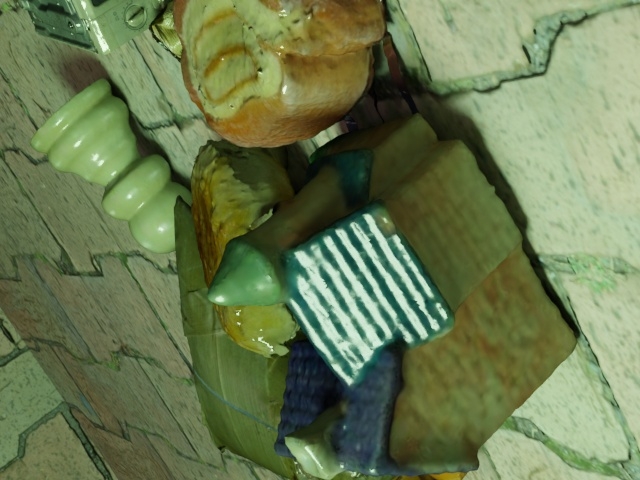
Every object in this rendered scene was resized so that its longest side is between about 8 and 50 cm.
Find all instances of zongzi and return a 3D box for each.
[{"bbox_3d":[-0.046,0.143,1.566,0.356,0.174,0.392,12,122,45],"label":"zongzi"}]

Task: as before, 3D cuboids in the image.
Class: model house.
[{"bbox_3d":[0.041,0.079,1.134,0.312,0.280,0.245,56,154,-17],"label":"model house"}]

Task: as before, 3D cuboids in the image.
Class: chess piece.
[{"bbox_3d":[-0.272,-0.092,1.667,0.251,0.144,0.144,47,155,-5],"label":"chess piece"}]

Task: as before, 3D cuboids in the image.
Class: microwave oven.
[{"bbox_3d":[-0.284,-0.353,1.318,0.194,0.145,0.240,20,141,44],"label":"microwave oven"}]

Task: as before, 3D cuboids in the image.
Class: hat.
[{"bbox_3d":[-0.142,-0.241,1.318,0.076,0.059,0.077,-13,134,42],"label":"hat"}]

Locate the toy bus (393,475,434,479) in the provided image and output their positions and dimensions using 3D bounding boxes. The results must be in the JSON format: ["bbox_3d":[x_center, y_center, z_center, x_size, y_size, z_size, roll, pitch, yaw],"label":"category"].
[{"bbox_3d":[0.116,0.372,1.645,0.114,0.098,0.201,-3,122,59],"label":"toy bus"}]

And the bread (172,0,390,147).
[{"bbox_3d":[-0.044,-0.194,1.136,0.244,0.123,0.190,-21,89,58],"label":"bread"}]

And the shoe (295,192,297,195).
[{"bbox_3d":[0.000,0.000,1.409,0.159,0.053,0.062,39,149,31],"label":"shoe"}]

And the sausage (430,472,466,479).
[{"bbox_3d":[0.112,0.194,1.429,0.238,0.098,0.098,58,154,-9],"label":"sausage"}]

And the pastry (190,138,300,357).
[{"bbox_3d":[-0.078,0.002,1.390,0.236,0.121,0.257,-121,24,-58],"label":"pastry"}]

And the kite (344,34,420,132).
[{"bbox_3d":[0.110,-0.041,1.205,0.204,0.022,0.360,-3,122,60],"label":"kite"}]
